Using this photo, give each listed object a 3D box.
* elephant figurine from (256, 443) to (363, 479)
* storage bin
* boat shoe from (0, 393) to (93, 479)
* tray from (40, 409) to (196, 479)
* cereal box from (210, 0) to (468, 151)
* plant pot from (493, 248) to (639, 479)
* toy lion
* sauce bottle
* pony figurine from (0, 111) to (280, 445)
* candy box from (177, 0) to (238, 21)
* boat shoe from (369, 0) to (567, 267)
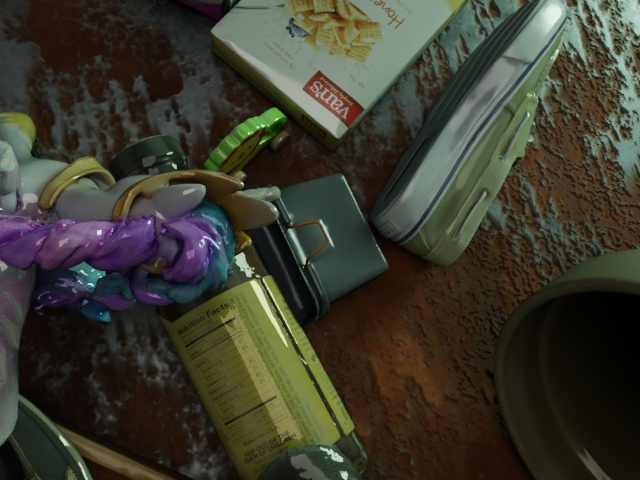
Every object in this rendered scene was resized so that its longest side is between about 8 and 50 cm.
[{"bbox_3d":[-0.007,0.233,0.496,0.239,0.186,0.169,-24,74,2],"label":"elephant figurine"},{"bbox_3d":[0.000,0.000,0.664,0.091,0.098,0.135,-23,81,-22],"label":"storage bin"},{"bbox_3d":[-0.207,0.231,0.485,0.132,0.130,0.355,-38,84,-14],"label":"boat shoe"},{"bbox_3d":[-0.333,0.213,0.578,0.410,0.076,0.203,25,75,-2],"label":"tray"},{"bbox_3d":[0.026,-0.235,0.739,0.173,0.047,0.240,40,75,3],"label":"cereal box"},{"bbox_3d":[0.361,0.112,0.597,0.280,0.323,0.323,-31,82,-30],"label":"plant pot"},{"bbox_3d":[-0.071,-0.091,0.669,0.034,0.096,0.100,44,75,4],"label":"toy lion"},{"bbox_3d":[-0.082,0.068,0.626,0.111,0.111,0.344,-26,80,-12],"label":"sauce bottle"},{"bbox_3d":[-0.253,-0.015,0.473,0.351,0.363,0.303,-18,113,-44],"label":"pony figurine"},{"bbox_3d":[-0.120,-0.368,0.739,0.159,0.071,0.233,25,74,-3],"label":"candy box"},{"bbox_3d":[0.165,-0.111,0.713,0.094,0.109,0.302,37,84,-14],"label":"boat shoe"}]
